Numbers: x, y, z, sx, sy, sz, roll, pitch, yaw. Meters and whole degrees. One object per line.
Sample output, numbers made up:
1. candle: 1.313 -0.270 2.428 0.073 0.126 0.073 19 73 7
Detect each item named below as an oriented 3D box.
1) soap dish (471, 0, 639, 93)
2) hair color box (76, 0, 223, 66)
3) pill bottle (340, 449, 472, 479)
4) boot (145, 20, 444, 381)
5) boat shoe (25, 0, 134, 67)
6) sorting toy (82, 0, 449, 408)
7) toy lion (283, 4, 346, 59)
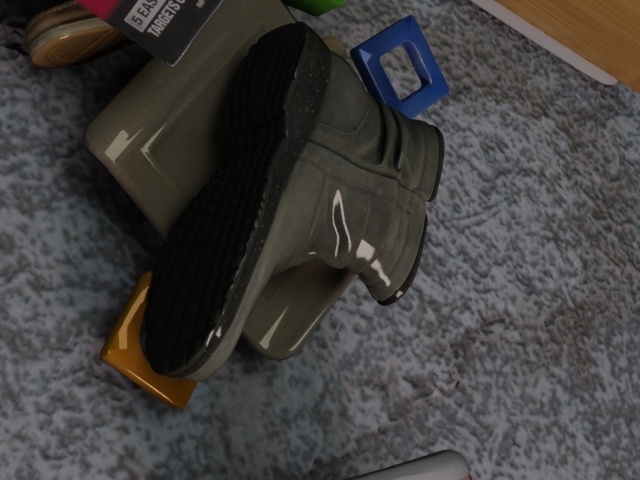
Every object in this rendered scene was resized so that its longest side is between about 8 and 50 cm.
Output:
1. soap dish: 0.196 -0.281 1.298 0.290 0.118 0.229 27 58 -28
2. hair color box: -0.177 -0.286 0.884 0.374 0.185 0.114 34 33 -13
3. pill bottle: 0.048 0.278 0.926 0.161 0.161 0.283 -10 80 -42
4. boot: 0.000 0.000 0.988 0.161 0.083 0.247 36 63 -33
5. boat shoe: -0.131 -0.156 1.017 0.170 0.063 0.059 -30 91 -52
6. sorting toy: -0.047 -0.046 1.038 0.196 0.047 0.348 50 56 -19
7. toy lion: -0.034 -0.123 1.106 0.100 0.034 0.096 49 57 -14
